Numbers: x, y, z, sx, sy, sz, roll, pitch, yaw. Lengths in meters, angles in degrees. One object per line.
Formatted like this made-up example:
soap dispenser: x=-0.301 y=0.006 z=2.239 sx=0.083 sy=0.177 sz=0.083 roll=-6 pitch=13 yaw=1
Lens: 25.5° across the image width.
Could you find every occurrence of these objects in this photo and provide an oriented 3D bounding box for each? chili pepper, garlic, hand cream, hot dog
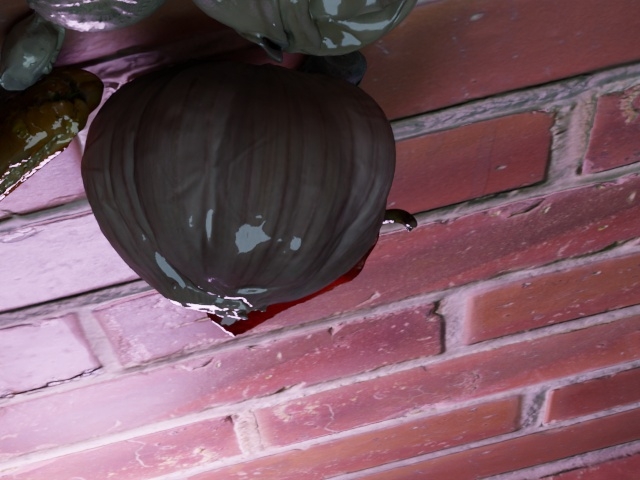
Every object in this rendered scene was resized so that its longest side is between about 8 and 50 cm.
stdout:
chili pepper: x=0.000 y=-0.004 z=1.724 sx=0.338 sy=0.135 sz=0.131 roll=-29 pitch=164 yaw=34
garlic: x=-0.084 y=-0.051 z=1.439 sx=0.317 sy=0.259 sz=0.317 roll=10 pitch=175 yaw=1
hand cream: x=-0.004 y=-0.152 z=1.546 sx=0.095 sy=0.046 sz=0.175 roll=-3 pitch=152 yaw=-23
hot dog: x=-0.326 y=-0.087 z=1.446 sx=0.269 sy=0.115 sz=0.072 roll=-34 pitch=119 yaw=29

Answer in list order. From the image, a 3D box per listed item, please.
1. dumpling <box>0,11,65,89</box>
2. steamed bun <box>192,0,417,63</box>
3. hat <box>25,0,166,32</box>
dumpling: x=-0.273 y=-0.180 z=1.353 sx=0.057 sy=0.076 sz=0.052 roll=21 pitch=161 yaw=-38
steamed bun: x=0.010 y=-0.248 z=1.188 sx=0.218 sy=0.144 sz=0.211 roll=31 pitch=84 yaw=-46
hat: x=-0.191 y=-0.251 z=1.180 sx=0.257 sy=0.130 sz=0.257 roll=-11 pitch=152 yaw=-6
